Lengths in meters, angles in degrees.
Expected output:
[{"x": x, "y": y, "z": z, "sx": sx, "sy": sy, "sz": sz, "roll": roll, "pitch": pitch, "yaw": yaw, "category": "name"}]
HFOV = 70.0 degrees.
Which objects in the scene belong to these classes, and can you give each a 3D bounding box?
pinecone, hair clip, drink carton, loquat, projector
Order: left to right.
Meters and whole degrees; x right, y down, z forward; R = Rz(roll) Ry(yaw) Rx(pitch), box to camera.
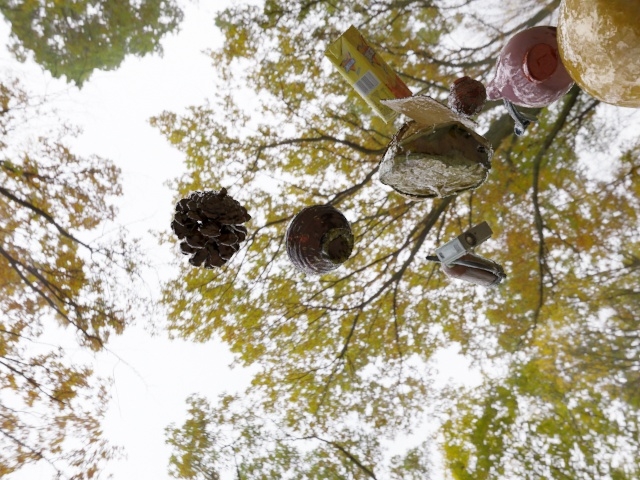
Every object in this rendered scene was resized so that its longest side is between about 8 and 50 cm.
[{"x": -0.351, "y": -0.034, "z": 1.441, "sx": 0.244, "sy": 0.309, "sz": 0.244, "roll": 11, "pitch": -142, "yaw": -8, "category": "pinecone"}, {"x": 0.184, "y": -0.622, "z": 1.711, "sx": 0.351, "sy": 0.111, "sz": 0.154, "roll": 43, "pitch": -138, "yaw": -15, "category": "drink carton"}, {"x": 0.437, "y": 0.008, "z": 1.383, "sx": 0.147, "sy": 0.115, "sz": 0.061, "roll": -25, "pitch": -102, "yaw": -33, "category": "projector"}, {"x": 0.627, "y": -0.432, "z": 1.471, "sx": 0.275, "sy": 0.083, "sz": 0.048, "roll": 26, "pitch": -150, "yaw": -48, "category": "hair clip"}, {"x": 0.456, "y": -0.307, "z": 0.602, "sx": 0.263, "sy": 0.263, "sz": 0.263, "roll": 9, "pitch": -113, "yaw": -21, "category": "loquat"}]

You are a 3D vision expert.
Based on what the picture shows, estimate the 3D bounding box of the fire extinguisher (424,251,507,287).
[{"x": 0.574, "y": 0.091, "z": 1.696, "sx": 0.376, "sy": 0.200, "sz": 0.113, "roll": 15, "pitch": -116, "yaw": -40, "category": "fire extinguisher"}]

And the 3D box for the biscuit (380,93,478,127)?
[{"x": 0.327, "y": -0.385, "z": 1.381, "sx": 0.237, "sy": 0.232, "sz": 0.013, "roll": 17, "pitch": -88, "yaw": -29, "category": "biscuit"}]

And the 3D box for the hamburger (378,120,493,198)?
[{"x": 0.300, "y": -0.204, "z": 1.182, "sx": 0.285, "sy": 0.265, "sz": 0.134, "roll": 19, "pitch": -110, "yaw": -45, "category": "hamburger"}]

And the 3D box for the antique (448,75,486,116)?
[{"x": 0.382, "y": -0.369, "z": 1.188, "sx": 0.104, "sy": 0.104, "sz": 0.104, "roll": 9, "pitch": -113, "yaw": -21, "category": "antique"}]

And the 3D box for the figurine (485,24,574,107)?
[{"x": 0.454, "y": -0.364, "z": 0.970, "sx": 0.173, "sy": 0.173, "sz": 0.173, "roll": 9, "pitch": -113, "yaw": -21, "category": "figurine"}]

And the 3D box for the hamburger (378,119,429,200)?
[{"x": 0.382, "y": -0.305, "z": 1.786, "sx": 0.318, "sy": 0.158, "sz": 0.319, "roll": -6, "pitch": -66, "yaw": -14, "category": "hamburger"}]

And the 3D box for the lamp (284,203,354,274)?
[{"x": 0.000, "y": 0.000, "z": 1.473, "sx": 0.247, "sy": 0.247, "sz": 0.247, "roll": 9, "pitch": -113, "yaw": -21, "category": "lamp"}]
